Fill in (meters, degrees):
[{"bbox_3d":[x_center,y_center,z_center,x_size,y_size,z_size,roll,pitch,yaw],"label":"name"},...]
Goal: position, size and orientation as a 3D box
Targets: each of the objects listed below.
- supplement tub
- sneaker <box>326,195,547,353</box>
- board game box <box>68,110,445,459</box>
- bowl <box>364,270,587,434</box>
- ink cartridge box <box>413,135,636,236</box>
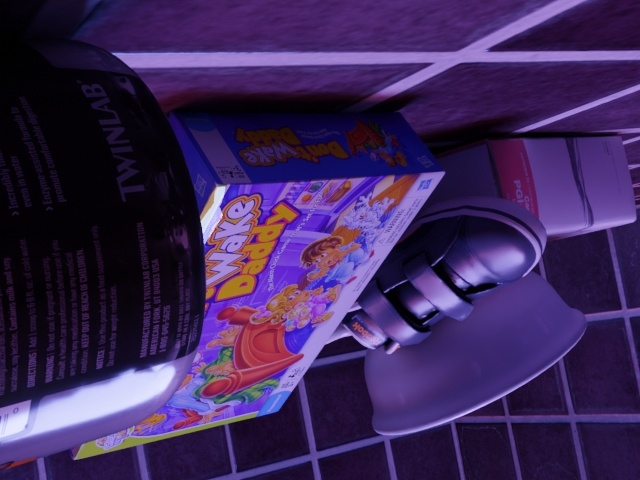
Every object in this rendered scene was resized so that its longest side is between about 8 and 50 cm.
[{"bbox_3d":[-0.236,0.022,0.418,0.338,0.207,0.207,-11,177,-40],"label":"supplement tub"},{"bbox_3d":[0.100,0.052,1.079,0.126,0.127,0.321,42,144,-24],"label":"sneaker"},{"bbox_3d":[-0.076,0.042,0.862,0.233,0.078,0.347,-6,141,-40],"label":"board game box"},{"bbox_3d":[0.165,0.108,1.225,0.298,0.134,0.298,-29,-178,1],"label":"bowl"},{"bbox_3d":[0.225,-0.051,1.217,0.283,0.117,0.207,-6,173,-42],"label":"ink cartridge box"}]
